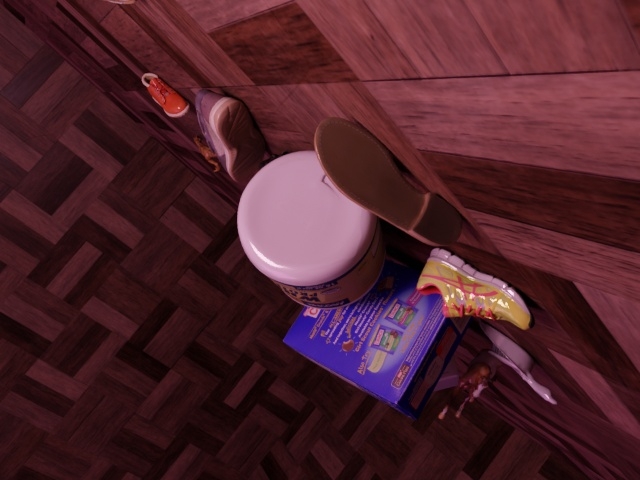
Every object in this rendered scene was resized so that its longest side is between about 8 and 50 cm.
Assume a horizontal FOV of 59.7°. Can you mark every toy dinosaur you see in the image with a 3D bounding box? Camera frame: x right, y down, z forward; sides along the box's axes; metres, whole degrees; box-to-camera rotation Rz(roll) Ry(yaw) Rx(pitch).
[{"bbox_3d":[-0.340,-0.268,1.731,0.211,0.064,0.112,31,168,47],"label":"toy dinosaur"}]

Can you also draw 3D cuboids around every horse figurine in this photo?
[{"bbox_3d":[0.362,0.316,1.280,0.066,0.175,0.263,36,-152,23],"label":"horse figurine"}]

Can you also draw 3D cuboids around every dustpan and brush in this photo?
[{"bbox_3d":[0.424,0.268,1.189,0.211,0.060,0.147,32,170,46],"label":"dustpan and brush"}]

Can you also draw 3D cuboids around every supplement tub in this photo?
[{"bbox_3d":[0.000,0.000,1.012,0.228,0.228,0.316,37,172,19],"label":"supplement tub"}]

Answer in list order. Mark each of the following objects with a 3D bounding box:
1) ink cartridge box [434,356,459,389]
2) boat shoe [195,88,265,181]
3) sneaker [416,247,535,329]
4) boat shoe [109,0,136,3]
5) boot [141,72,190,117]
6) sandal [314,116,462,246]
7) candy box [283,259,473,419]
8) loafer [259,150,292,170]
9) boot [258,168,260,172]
[{"bbox_3d":[0.261,0.245,1.346,0.154,0.093,0.213,55,-160,-63],"label":"ink cartridge box"},{"bbox_3d":[-0.188,-0.218,1.159,0.092,0.103,0.285,42,170,16],"label":"boat shoe"},{"bbox_3d":[0.246,0.098,0.910,0.208,0.094,0.081,31,168,39],"label":"sneaker"},{"bbox_3d":[-0.378,-0.431,0.932,0.190,0.068,0.072,35,-177,28],"label":"boat shoe"},{"bbox_3d":[-0.397,-0.371,1.421,0.158,0.059,0.085,36,167,31],"label":"boot"},{"bbox_3d":[0.079,-0.067,0.762,0.240,0.088,0.079,35,168,-10],"label":"sandal"},{"bbox_3d":[0.121,0.180,1.180,0.317,0.268,0.122,20,160,41],"label":"candy box"},{"bbox_3d":[-0.072,-0.139,1.131,0.080,0.078,0.220,48,-172,-17],"label":"loafer"},{"bbox_3d":[-0.075,-0.075,1.345,0.244,0.088,0.176,63,170,-7],"label":"boot"}]
